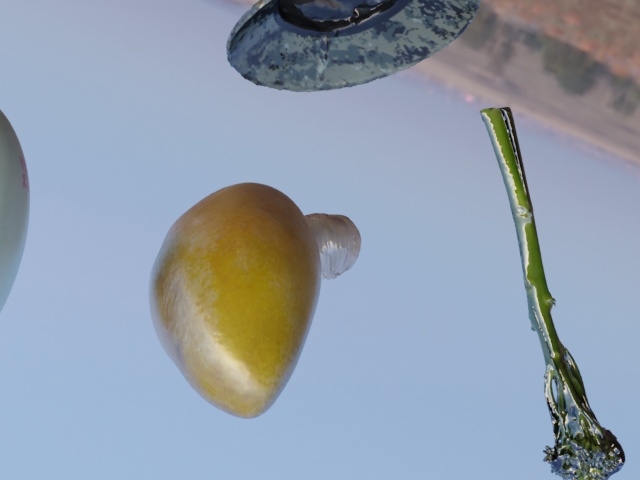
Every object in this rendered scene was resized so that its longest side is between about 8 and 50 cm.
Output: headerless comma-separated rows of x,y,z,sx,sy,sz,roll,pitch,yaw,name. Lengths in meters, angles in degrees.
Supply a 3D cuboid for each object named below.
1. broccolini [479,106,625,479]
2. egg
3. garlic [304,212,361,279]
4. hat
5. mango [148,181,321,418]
0.123,0.032,0.854,0.044,0.218,0.042,-22,168,41,broccolini
-0.500,-0.024,2.030,0.230,0.371,0.230,1,176,0,egg
0.001,0.003,2.064,0.113,0.094,0.074,-10,160,-12,garlic
0.023,-0.264,1.557,0.265,0.128,0.265,-11,160,-4,hat
-0.097,0.065,1.770,0.199,0.221,0.384,24,-153,-16,mango
